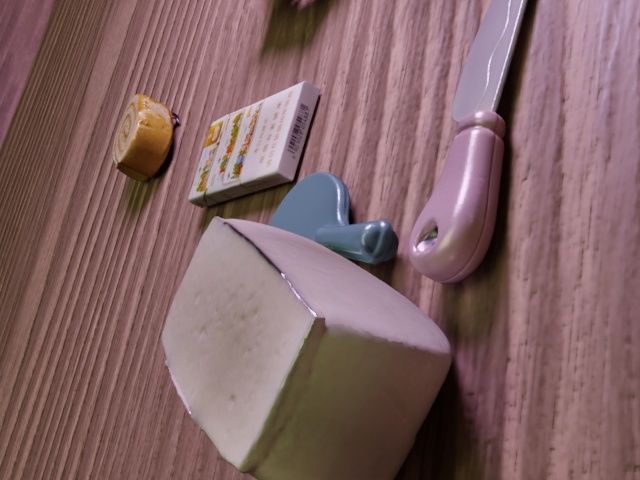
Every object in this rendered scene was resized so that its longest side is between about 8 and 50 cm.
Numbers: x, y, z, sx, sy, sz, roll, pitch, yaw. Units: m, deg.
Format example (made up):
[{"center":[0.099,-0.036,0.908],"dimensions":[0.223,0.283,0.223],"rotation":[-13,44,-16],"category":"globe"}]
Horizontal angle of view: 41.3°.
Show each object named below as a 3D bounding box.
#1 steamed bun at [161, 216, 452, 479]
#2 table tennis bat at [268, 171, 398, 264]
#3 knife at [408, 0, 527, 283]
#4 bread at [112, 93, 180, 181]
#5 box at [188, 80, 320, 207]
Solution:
[{"center":[-0.006,0.088,0.639],"dimensions":[0.146,0.164,0.242],"rotation":[-63,31,6],"category":"steamed bun"},{"center":[0.000,0.000,0.824],"dimensions":[0.237,0.038,0.149],"rotation":[-1,67,62],"category":"table tennis bat"},{"center":[0.137,-0.117,0.707],"dimensions":[0.081,0.043,0.336],"rotation":[-22,44,58],"category":"knife"},{"center":[-0.278,-0.158,1.341],"dimensions":[0.122,0.073,0.149],"rotation":[-57,29,25],"category":"bread"},{"center":[-0.087,-0.113,1.040],"dimensions":[0.220,0.032,0.122],"rotation":[-11,60,55],"category":"box"}]
